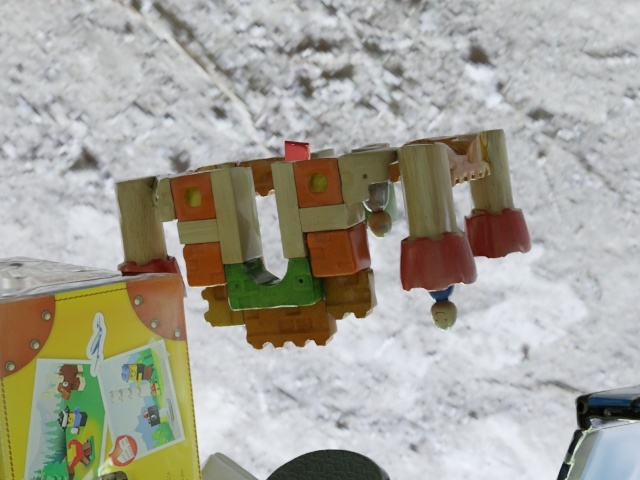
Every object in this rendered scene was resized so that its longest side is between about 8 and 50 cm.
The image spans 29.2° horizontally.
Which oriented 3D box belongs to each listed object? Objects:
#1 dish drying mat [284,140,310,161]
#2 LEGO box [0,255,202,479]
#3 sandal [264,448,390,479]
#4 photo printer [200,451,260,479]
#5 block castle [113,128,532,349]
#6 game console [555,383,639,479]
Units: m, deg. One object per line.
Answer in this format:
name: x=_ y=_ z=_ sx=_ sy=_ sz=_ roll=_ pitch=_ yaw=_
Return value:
dish drying mat: x=-0.028 y=-0.093 z=1.533 sx=0.032 sy=0.008 sz=0.083 roll=7 pitch=141 yaw=7
LEGO box: x=-0.277 y=0.277 z=1.188 sx=0.372 sy=0.193 sz=0.500 roll=3 pitch=100 yaw=54
sandal: x=-0.030 y=0.259 z=0.907 sx=0.097 sy=0.054 sz=0.254 roll=35 pitch=102 yaw=27
photo printer: x=-0.100 y=0.477 z=1.784 sx=0.307 sy=0.107 sz=0.256 roll=37 pitch=127 yaw=-4
block castle: x=0.000 y=0.000 z=1.478 sx=0.453 sy=0.303 sz=0.213 roll=-5 pitch=96 yaw=25
game console: x=0.414 y=0.236 z=1.328 sx=0.250 sy=0.293 sz=0.173 roll=-7 pitch=88 yaw=54
